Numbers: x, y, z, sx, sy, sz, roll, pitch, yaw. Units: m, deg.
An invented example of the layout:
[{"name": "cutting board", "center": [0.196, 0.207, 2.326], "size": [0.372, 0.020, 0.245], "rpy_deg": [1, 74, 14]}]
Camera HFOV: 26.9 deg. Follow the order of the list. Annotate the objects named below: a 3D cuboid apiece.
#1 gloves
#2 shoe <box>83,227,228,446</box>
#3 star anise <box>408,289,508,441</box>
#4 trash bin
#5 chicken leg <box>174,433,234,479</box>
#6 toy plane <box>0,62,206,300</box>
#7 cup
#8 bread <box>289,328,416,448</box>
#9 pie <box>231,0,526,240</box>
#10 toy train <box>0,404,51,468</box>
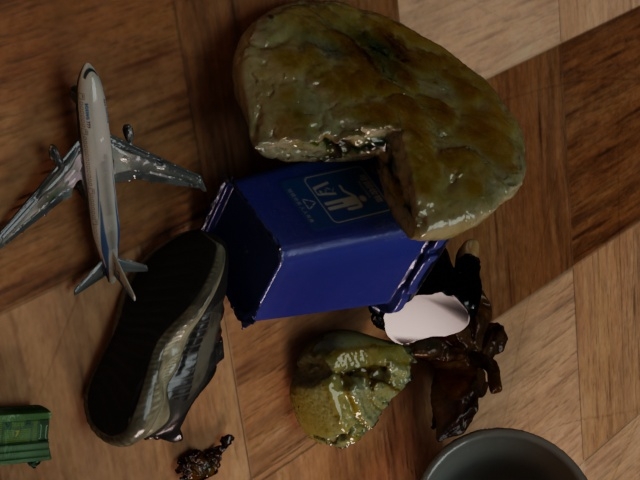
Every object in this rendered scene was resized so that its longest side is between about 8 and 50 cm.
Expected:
[{"name": "gloves", "center": [0.116, 0.033, 1.574], "size": [0.129, 0.180, 0.106], "rpy_deg": [-37, 122, 20]}, {"name": "shoe", "center": [-0.145, 0.103, 1.326], "size": [0.112, 0.099, 0.227], "rpy_deg": [38, 76, -54]}, {"name": "star anise", "center": [0.177, 0.144, 1.688], "size": [0.196, 0.111, 0.212], "rpy_deg": [27, 53, -70]}, {"name": "trash bin", "center": [0.000, 0.000, 1.396], "size": [0.235, 0.162, 0.184], "rpy_deg": [-12, 144, -38]}, {"name": "chicken leg", "center": [-0.123, 0.236, 1.435], "size": [0.083, 0.021, 0.036], "rpy_deg": [-20, 105, -45]}, {"name": "toy plane", "center": [-0.204, -0.055, 1.237], "size": [0.226, 0.058, 0.226], "rpy_deg": [-20, 111, -32]}, {"name": "cup", "center": [0.187, 0.396, 1.692], "size": [0.301, 0.227, 0.257], "rpy_deg": [-16, 154, -5]}, {"name": "bread", "center": [0.027, 0.145, 1.530], "size": [0.110, 0.103, 0.156], "rpy_deg": [55, 54, -28]}, {"name": "pie", "center": [0.066, -0.138, 1.375], "size": [0.338, 0.337, 0.075], "rpy_deg": [-22, 154, -43]}, {"name": "toy train", "center": [-0.288, 0.180, 1.223], "size": [0.093, 0.038, 0.056], "rpy_deg": [4, 91, -48]}]
